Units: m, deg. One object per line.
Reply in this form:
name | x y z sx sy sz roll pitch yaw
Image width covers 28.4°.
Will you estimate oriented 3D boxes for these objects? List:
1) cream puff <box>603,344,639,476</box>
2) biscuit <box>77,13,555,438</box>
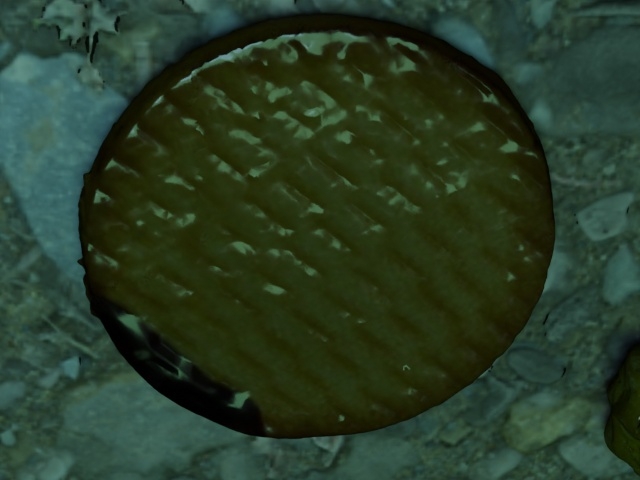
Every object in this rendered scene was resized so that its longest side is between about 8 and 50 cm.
cream puff | 0.280 0.132 0.905 0.146 0.116 0.146 -4 117 -8
biscuit | 0.000 0.000 0.837 0.318 0.040 0.318 -3 121 -6
